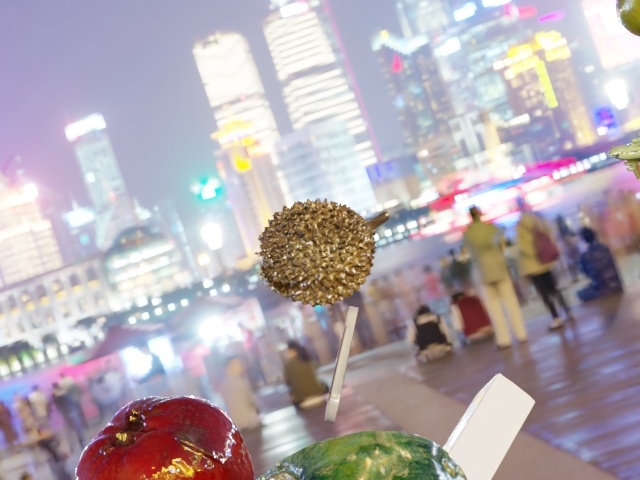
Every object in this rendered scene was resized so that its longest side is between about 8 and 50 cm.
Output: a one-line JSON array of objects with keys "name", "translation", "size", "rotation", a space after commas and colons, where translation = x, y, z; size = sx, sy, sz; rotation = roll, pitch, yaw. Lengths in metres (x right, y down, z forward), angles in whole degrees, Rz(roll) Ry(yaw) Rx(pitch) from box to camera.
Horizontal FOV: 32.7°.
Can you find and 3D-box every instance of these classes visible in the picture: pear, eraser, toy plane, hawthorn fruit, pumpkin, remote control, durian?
[{"name": "pear", "translation": [0.502, -0.366, 1.662], "size": [0.107, 0.107, 0.131], "rotation": [-19, -14, 4]}, {"name": "eraser", "translation": [0.223, 0.332, 1.650], "size": [0.298, 0.076, 0.078], "rotation": [-46, -7, -43]}, {"name": "toy plane", "translation": [0.499, -0.139, 1.709], "size": [0.111, 0.102, 0.040], "rotation": [-1, 28, -15]}, {"name": "hawthorn fruit", "translation": [-0.212, 0.381, 1.651], "size": [0.265, 0.307, 0.265], "rotation": [-27, 32, 19]}, {"name": "pumpkin", "translation": [0.055, 0.399, 1.385], "size": [0.263, 0.197, 0.293], "rotation": [27, -52, -33]}, {"name": "remote control", "translation": [0.039, 0.220, 1.965], "size": [0.022, 0.245, 0.077], "rotation": [13, -42, 2]}, {"name": "durian", "translation": [0.000, 0.000, 1.390], "size": [0.188, 0.148, 0.091], "rotation": [-22, -24, 2]}]
